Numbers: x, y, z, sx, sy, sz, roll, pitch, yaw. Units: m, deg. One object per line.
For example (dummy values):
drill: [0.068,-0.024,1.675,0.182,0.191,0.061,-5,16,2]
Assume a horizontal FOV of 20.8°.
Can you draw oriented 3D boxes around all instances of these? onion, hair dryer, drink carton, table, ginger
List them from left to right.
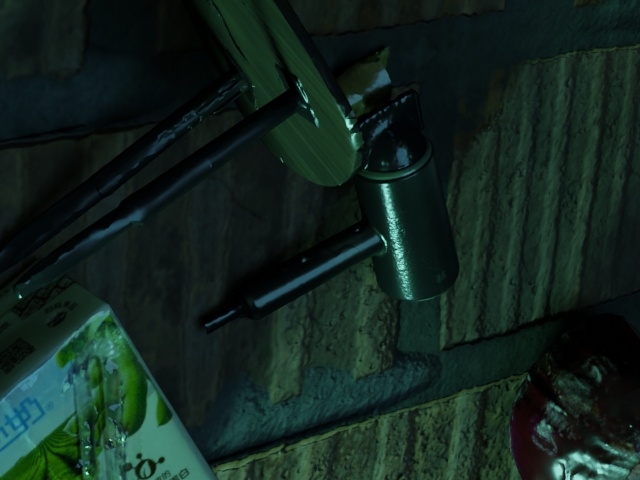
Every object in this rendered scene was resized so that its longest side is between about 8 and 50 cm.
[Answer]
drink carton: [-0.198,0.203,1.388,0.194,0.132,0.324,-41,128,-19]
table: [-0.155,-0.086,1.254,0.249,0.317,0.317,-32,127,-11]
hair dryer: [0.000,0.000,1.511,0.248,0.078,0.195,-31,132,-17]
ginger: [0.022,-0.120,1.500,0.137,0.044,0.057,-40,154,-19]
onion: [0.288,0.199,1.762,0.206,0.216,0.207,-48,123,7]
